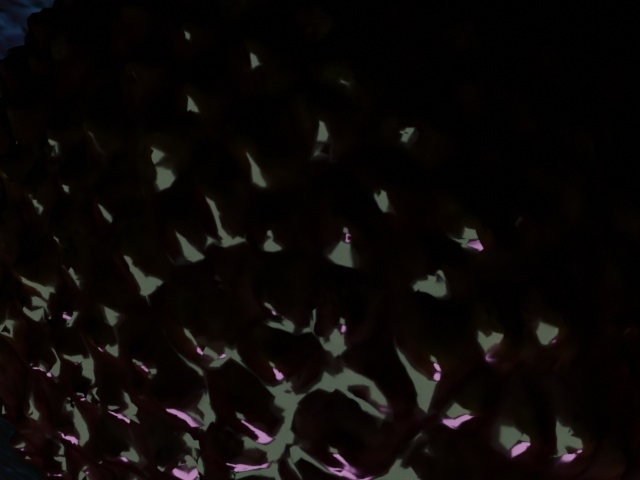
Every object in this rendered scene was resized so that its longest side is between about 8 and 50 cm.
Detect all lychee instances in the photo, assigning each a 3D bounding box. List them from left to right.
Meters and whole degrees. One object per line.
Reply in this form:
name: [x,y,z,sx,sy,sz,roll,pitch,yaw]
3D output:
lychee: [0.000,0.000,0.469,0.188,0.188,0.188,20,151,11]
